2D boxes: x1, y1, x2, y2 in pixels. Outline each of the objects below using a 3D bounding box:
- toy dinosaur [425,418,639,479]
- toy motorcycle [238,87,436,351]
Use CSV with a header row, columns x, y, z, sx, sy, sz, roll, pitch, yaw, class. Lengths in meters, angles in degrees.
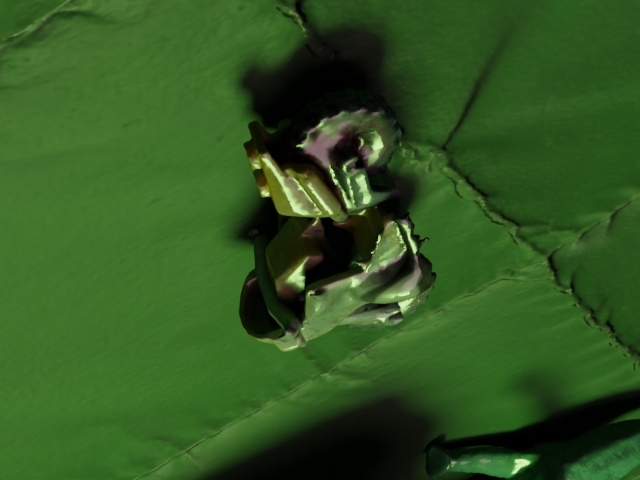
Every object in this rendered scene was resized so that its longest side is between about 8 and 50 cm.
x,y,z,sx,sy,sz,roll,pitch,yaw,class
0.223,0.248,1.561,0.331,0.129,0.383,-5,147,-39,toy dinosaur
0.000,0.000,1.043,0.130,0.094,0.229,-18,143,-1,toy motorcycle
